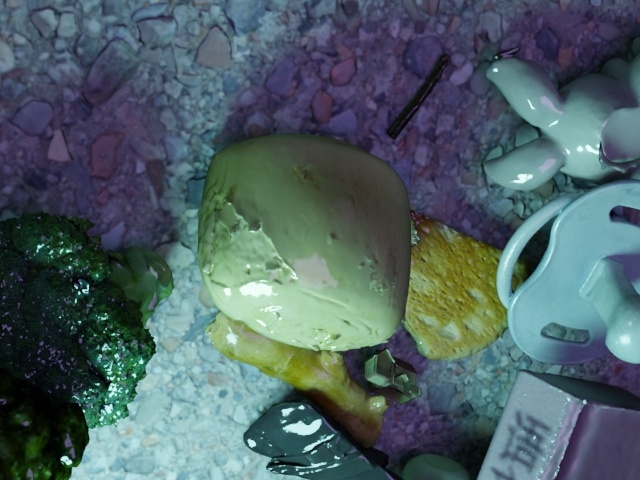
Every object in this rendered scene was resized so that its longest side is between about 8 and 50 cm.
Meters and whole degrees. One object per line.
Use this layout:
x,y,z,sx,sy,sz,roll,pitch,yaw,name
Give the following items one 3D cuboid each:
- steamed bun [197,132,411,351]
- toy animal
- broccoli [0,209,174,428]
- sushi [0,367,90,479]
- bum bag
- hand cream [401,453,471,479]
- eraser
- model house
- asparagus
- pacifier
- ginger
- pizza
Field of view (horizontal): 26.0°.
0.000,0.000,1.590,0.273,0.166,0.232,19,55,-23,steamed bun
0.371,-0.164,1.757,0.325,0.154,0.208,-3,98,-17,toy animal
-0.273,0.084,1.522,0.270,0.270,0.270,-32,117,-45,broccoli
-0.427,0.234,1.419,0.294,0.352,0.178,38,48,-10,sushi
0.024,0.286,1.742,0.248,0.060,0.123,38,130,-22,bum bag
0.125,0.436,1.841,0.147,0.093,0.305,10,101,-21,hand cream
0.308,0.365,1.844,0.272,0.122,0.359,13,99,-48,eraser
0.089,0.167,1.775,0.083,0.057,0.058,25,54,-24,model house
0.124,-0.179,1.723,0.018,0.015,0.127,37,88,-28,asparagus
0.358,0.064,1.735,0.238,0.226,0.287,15,115,-28,pacifier
-0.018,0.165,1.720,0.118,0.065,0.299,-29,123,25,ginger
0.153,0.057,1.784,0.262,0.034,0.181,31,90,-29,pizza
